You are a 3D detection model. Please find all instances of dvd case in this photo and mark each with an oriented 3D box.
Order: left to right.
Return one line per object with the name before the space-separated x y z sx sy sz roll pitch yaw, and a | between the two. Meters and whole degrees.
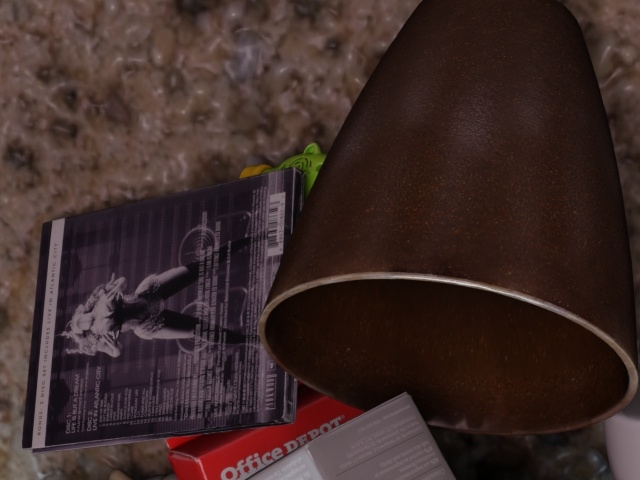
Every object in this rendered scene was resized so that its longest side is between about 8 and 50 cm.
dvd case | -0.105 0.049 1.039 0.221 0.018 0.164 -11 68 33

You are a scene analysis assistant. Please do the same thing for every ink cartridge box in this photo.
ink cartridge box | -0.009 0.175 1.052 0.134 0.078 0.231 -26 95 -19

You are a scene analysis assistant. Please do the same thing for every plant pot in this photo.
plant pot | 0.091 -0.030 0.943 0.215 0.215 0.230 5 62 12

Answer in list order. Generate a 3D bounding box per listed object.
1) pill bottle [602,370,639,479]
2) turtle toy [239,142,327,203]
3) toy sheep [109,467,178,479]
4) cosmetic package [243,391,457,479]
pill bottle | 0.284 0.257 0.963 0.204 0.204 0.361 -9 98 15
turtle toy | 0.000 0.000 1.050 0.095 0.066 0.130 3 98 36
toy sheep | -0.099 0.206 1.105 0.132 0.091 0.091 42 107 8
cosmetic package | 0.043 0.226 0.918 0.127 0.107 0.238 -35 81 44
